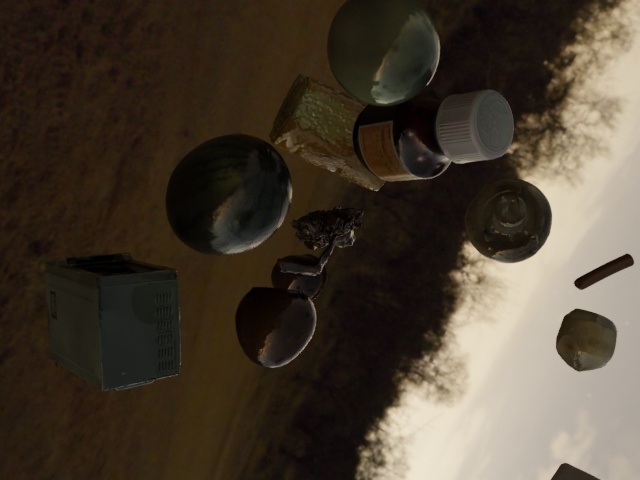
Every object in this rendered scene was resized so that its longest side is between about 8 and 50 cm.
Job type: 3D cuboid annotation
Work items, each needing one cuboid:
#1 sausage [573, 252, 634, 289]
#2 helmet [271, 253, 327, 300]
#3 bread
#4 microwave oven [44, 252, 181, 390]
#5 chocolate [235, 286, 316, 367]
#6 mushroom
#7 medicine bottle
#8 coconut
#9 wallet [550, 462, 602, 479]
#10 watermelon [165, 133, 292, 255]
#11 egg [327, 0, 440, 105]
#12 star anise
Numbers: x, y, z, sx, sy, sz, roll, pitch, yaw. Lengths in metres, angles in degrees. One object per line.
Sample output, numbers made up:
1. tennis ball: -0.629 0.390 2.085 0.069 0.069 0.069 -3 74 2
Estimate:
1. sausage: 0.506 0.057 1.335 0.116 0.026 0.026 -25 165 -9
2. helmet: -0.076 0.105 2.156 0.106 0.175 0.155 20 79 -51
3. bread: 0.057 -0.313 2.225 0.236 0.376 0.165 -64 -158 11
4. microwave oven: -0.491 0.181 1.785 0.219 0.355 0.286 -7 98 -37
5. chocolate: -0.093 0.179 1.532 0.176 0.177 0.177 -61 173 -13
6. mushroom: 0.524 -0.058 2.067 0.243 0.244 0.243 -61 173 -13
7. medicine bottle: 0.279 -0.272 1.887 0.395 0.242 0.242 2 -123 56
8. coconut: 0.715 0.275 2.015 0.161 0.161 0.162 47 64 -83
9. wallet: 0.754 0.708 2.134 0.095 0.190 0.033 -48 128 -22
10. watermelon: -0.225 -0.100 1.778 0.359 0.279 0.279 -27 -156 49
11. egg: 0.143 -0.446 1.720 0.352 0.259 0.258 -87 -162 -57
12. star anise: -0.005 -0.009 2.079 0.237 0.148 0.346 -9 -161 40
